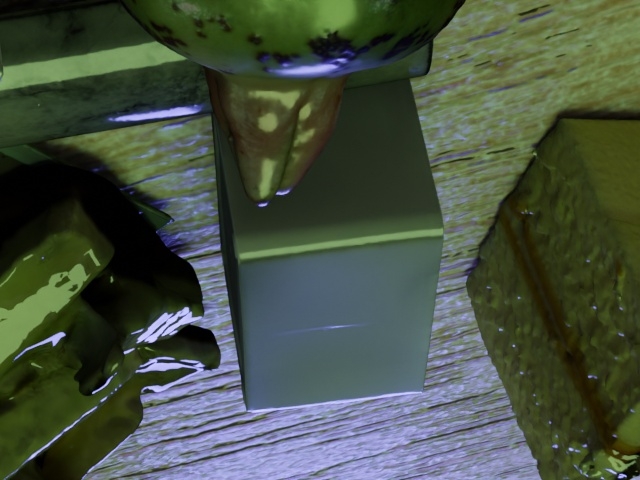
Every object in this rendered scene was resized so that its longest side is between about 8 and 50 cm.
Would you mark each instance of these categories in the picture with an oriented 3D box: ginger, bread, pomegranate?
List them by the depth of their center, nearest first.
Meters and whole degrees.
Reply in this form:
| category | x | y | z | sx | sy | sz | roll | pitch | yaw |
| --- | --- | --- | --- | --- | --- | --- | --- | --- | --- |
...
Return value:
| category | x | y | z | sx | sy | sz | roll | pitch | yaw |
| --- | --- | --- | --- | --- | --- | --- | --- | --- | --- |
| pomegranate | -0.016 | -0.137 | 0.938 | 0.214 | 0.214 | 0.247 | -3 | 111 | -16 |
| ginger | -0.227 | 0.139 | 1.301 | 0.358 | 0.211 | 0.413 | -11 | 147 | -12 |
| bread | 0.257 | 0.068 | 1.384 | 0.198 | 0.236 | 0.263 | -2 | 148 | -17 |

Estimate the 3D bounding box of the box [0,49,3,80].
| category | x | y | z | sx | sy | sz | roll | pitch | yaw |
| --- | --- | --- | --- | --- | --- | --- | --- | --- | --- |
| box | -0.261 | -0.129 | 0.997 | 0.152 | 0.100 | 0.048 | 4 | 143 | -26 |

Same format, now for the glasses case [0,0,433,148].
| category | x | y | z | sx | sy | sz | roll | pitch | yaw |
| --- | --- | --- | --- | --- | --- | --- | --- | --- | --- |
| glasses case | -0.079 | -0.121 | 1.117 | 0.299 | 0.060 | 0.114 | -10 | 152 | -5 |

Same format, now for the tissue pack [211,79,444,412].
| category | x | y | z | sx | sy | sz | roll | pitch | yaw |
| --- | --- | --- | --- | --- | --- | --- | --- | --- | --- |
| tissue pack | 0.000 | -0.001 | 1.252 | 0.136 | 0.159 | 0.246 | -8 | 150 | -6 |

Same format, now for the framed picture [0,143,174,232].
| category | x | y | z | sx | sy | sz | roll | pitch | yaw |
| --- | --- | --- | --- | --- | --- | --- | --- | --- | --- |
| framed picture | -0.287 | 0.015 | 1.290 | 0.293 | 0.018 | 0.231 | -32 | 144 | 23 |
